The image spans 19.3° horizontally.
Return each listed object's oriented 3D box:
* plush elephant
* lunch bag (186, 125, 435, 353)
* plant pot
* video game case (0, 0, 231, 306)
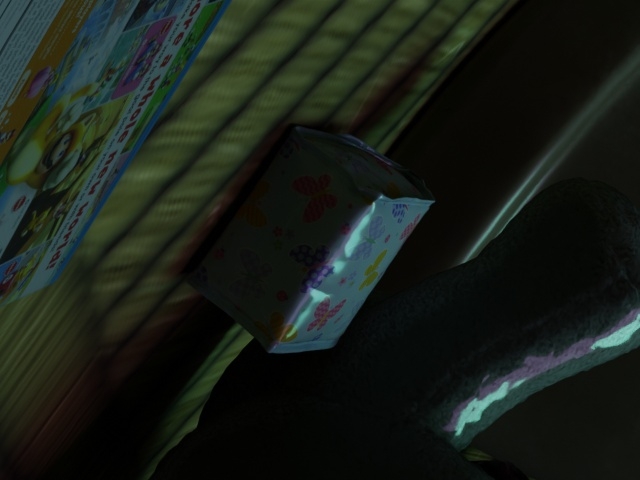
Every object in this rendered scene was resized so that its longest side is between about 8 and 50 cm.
[{"bbox_3d":[0.014,0.178,0.770,0.330,0.272,0.255,-17,153,-7],"label":"plush elephant"},{"bbox_3d":[0.000,0.000,0.673,0.071,0.053,0.083,-55,160,13],"label":"lunch bag"},{"bbox_3d":[0.147,0.028,0.917,0.263,0.229,0.263,-50,171,-11],"label":"plant pot"},{"bbox_3d":[-0.073,-0.020,0.383,0.119,0.015,0.166,-56,169,23],"label":"video game case"}]
